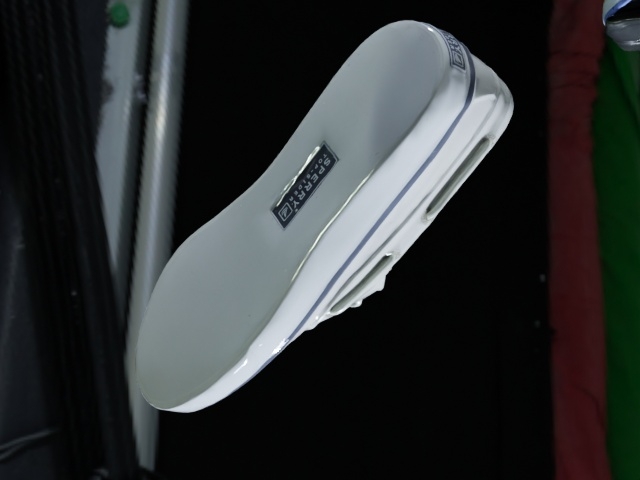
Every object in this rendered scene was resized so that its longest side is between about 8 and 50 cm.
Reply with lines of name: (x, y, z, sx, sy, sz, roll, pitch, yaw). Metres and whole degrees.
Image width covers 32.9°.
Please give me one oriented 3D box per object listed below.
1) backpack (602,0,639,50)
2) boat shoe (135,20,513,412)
backpack: (0.302, -0.230, 0.713, 0.277, 0.263, 0.213, 13, -125, -55)
boat shoe: (0.000, 0.000, 0.602, 0.088, 0.267, 0.096, 22, -157, -43)
